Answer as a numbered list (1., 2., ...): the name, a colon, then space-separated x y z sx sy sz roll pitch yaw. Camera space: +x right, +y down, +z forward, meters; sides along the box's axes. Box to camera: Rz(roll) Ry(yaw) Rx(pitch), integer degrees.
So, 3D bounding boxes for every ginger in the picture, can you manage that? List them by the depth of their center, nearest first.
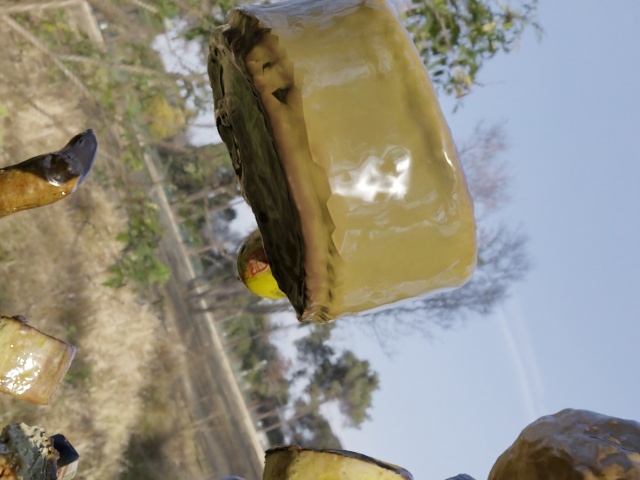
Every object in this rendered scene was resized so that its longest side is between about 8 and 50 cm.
1. ginger: -0.572 -0.110 1.696 0.133 0.309 0.107 -110 179 -76

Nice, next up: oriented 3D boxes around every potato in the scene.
1. potato: 0.015 0.495 1.552 0.242 0.285 0.242 -160 -90 -82

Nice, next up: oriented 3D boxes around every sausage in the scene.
1. sausage: 0.000 0.000 1.296 0.347 0.123 0.123 -24 -95 35

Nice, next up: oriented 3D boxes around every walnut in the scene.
1. walnut: 0.359 0.368 1.050 0.344 0.306 0.306 -103 180 -61

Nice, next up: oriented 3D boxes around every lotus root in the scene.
1. lotus root: -0.362 0.111 0.922 0.261 0.074 0.170 7 -17 35

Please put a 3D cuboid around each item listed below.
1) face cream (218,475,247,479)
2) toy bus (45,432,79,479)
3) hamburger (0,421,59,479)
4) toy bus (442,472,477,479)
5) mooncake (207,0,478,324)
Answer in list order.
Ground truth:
1. face cream: -0.194 0.582 1.911 0.117 0.117 0.104 -128 -139 -51
2. toy bus: -0.669 0.508 1.714 0.093 0.409 0.092 43 -46 26
3. hamburger: -0.586 0.554 1.468 0.445 0.268 0.287 -108 -150 -43
4. toy bus: 0.297 0.582 1.837 0.091 0.103 0.182 30 -50 52
5. mooncake: 0.014 -0.106 1.076 0.393 0.246 0.394 80 -13 -45
